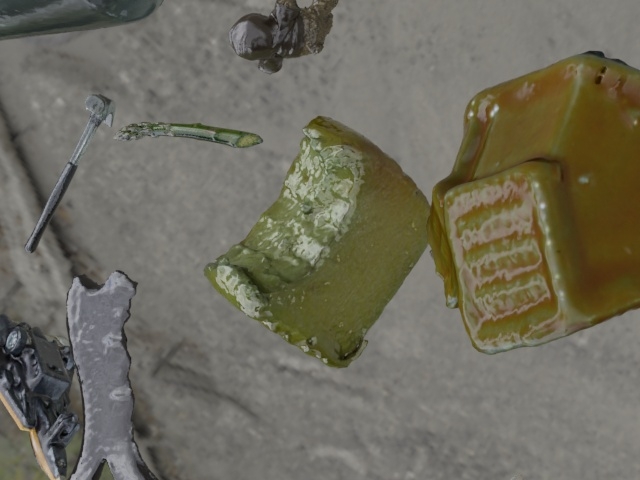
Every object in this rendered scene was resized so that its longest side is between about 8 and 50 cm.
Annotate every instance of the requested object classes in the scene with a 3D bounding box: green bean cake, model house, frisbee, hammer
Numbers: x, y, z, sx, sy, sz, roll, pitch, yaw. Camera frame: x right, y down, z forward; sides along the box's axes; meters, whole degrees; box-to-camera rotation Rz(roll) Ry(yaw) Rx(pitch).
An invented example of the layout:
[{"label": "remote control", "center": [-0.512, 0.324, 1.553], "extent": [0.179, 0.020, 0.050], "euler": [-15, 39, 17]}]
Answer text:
[{"label": "green bean cake", "center": [0.000, 0.000, 1.374], "extent": [0.124, 0.236, 0.233], "euler": [32, 174, 39]}, {"label": "model house", "center": [0.187, -0.007, 0.965], "extent": [0.173, 0.239, 0.268], "euler": [33, 156, -19]}, {"label": "frisbee", "center": [-0.111, 0.106, 0.593], "extent": [0.211, 0.187, 0.012], "euler": [-15, 163, 26]}, {"label": "hammer", "center": [-0.356, -0.093, 1.697], "extent": [0.029, 0.246, 0.103], "euler": [28, -174, 1]}]

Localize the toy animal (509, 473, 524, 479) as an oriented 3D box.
[{"label": "toy animal", "center": [0.219, 0.409, 1.563], "extent": [0.138, 0.282, 0.140], "euler": [52, 120, 18]}]

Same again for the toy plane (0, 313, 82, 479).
[{"label": "toy plane", "center": [-0.363, 0.197, 1.554], "extent": [0.204, 0.103, 0.316], "euler": [26, -169, -38]}]

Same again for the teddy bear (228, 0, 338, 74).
[{"label": "teddy bear", "center": [-0.032, -0.253, 1.464], "extent": [0.078, 0.160, 0.119], "euler": [51, 149, 23]}]

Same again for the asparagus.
[{"label": "asparagus", "center": [-0.196, -0.153, 1.730], "extent": [0.236, 0.027, 0.034], "euler": [5, 116, 20]}]

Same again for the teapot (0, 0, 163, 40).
[{"label": "teapot", "center": [-0.235, -0.232, 0.930], "extent": [0.225, 0.203, 0.171], "euler": [-17, 133, 26]}]
